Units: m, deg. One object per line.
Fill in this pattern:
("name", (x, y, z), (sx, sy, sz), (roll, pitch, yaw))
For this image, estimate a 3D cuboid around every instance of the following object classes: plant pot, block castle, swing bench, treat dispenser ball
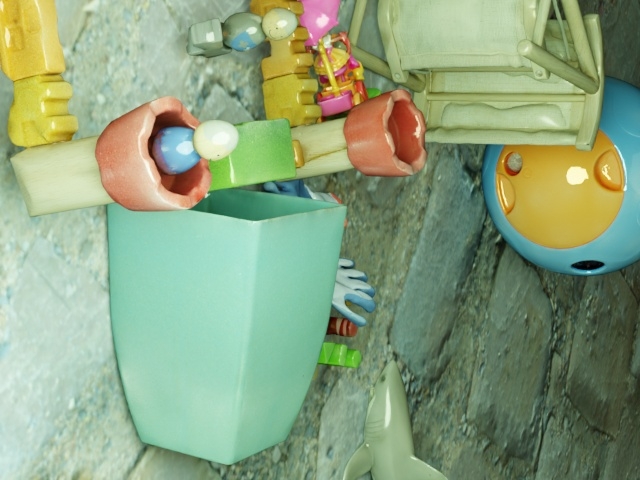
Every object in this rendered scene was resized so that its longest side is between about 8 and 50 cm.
("plant pot", (-0.091, 0.077, 1.269), (0.165, 0.165, 0.234), (-12, 108, -59))
("block castle", (-0.067, -0.186, 1.171), (0.453, 0.213, 0.303), (-12, 93, -58))
("swing bench", (0.188, -0.232, 1.622), (0.254, 0.253, 0.165), (43, 57, -54))
("treat dispenser ball", (0.373, -0.093, 1.930), (0.288, 0.288, 0.288), (-11, 103, -60))

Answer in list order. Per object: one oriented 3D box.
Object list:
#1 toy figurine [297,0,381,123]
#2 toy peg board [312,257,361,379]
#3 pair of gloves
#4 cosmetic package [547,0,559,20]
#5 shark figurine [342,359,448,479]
("toy figurine", (0.007, -0.205, 1.475), (0.173, 0.130, 0.159), (-72, 145, -66))
("toy peg board", (-0.010, 0.070, 1.486), (0.161, 0.079, 0.161), (20, 76, -60))
("pair of gloves", (0.000, 0.000, 1.450), (0.159, 0.023, 0.198), (19, 44, -55))
("cosmetic package", (0.263, -0.397, 1.862), (0.296, 0.129, 0.153), (-60, 143, -37))
("shark figurine", (0.126, 0.305, 1.722), (0.166, 0.116, 0.278), (-59, 139, -36))
